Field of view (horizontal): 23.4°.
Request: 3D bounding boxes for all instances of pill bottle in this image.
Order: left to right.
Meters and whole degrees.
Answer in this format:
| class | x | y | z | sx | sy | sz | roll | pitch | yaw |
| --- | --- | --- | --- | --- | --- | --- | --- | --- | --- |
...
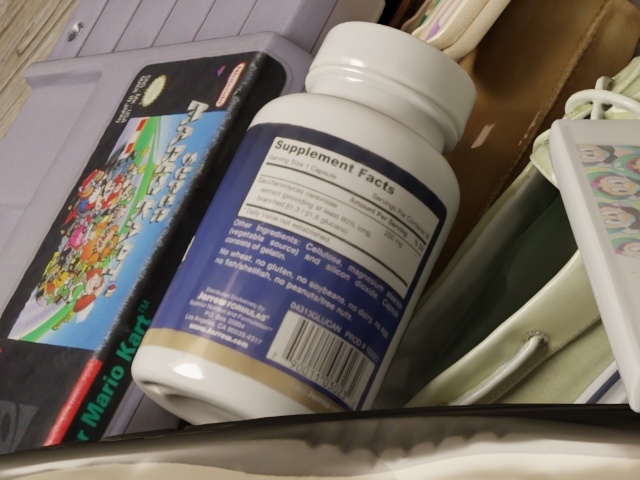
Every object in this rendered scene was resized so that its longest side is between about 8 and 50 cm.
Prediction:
| class | x | y | z | sx | sy | sz | roll | pitch | yaw |
| --- | --- | --- | --- | --- | --- | --- | --- | --- | --- |
| pill bottle | 0.000 | 0.000 | 0.627 | 0.094 | 0.094 | 0.169 | -6 | 54 | 60 |

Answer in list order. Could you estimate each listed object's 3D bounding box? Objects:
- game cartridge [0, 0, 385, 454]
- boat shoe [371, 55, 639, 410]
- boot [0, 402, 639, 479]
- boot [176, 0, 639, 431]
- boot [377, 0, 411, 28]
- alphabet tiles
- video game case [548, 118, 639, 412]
| class | x | y | z | sx | sy | sz | roll | pitch | yaw |
| --- | --- | --- | --- | --- | --- | --- | --- | --- | --- |
| game cartridge | -0.123 | 0.019 | 0.738 | 0.230 | 0.068 | 0.355 | -2 | 56 | 54 |
| boat shoe | 0.128 | -0.015 | 0.609 | 0.302 | 0.094 | 0.109 | -57 | 27 | 13 |
| boot | 0.061 | 0.194 | 0.466 | 0.377 | 0.138 | 0.284 | -4 | 86 | 19 |
| boot | 0.038 | 0.004 | 0.782 | 0.269 | 0.089 | 0.236 | -62 | 21 | -8 |
| boot | 0.047 | -0.242 | 0.873 | 0.264 | 0.096 | 0.280 | -59 | 8 | 11 |
| alphabet tiles | 0.086 | -0.156 | 0.786 | 0.278 | 0.021 | 0.284 | -53 | 8 | 9 |
| video game case | 0.154 | 0.002 | 0.486 | 0.157 | 0.143 | 0.019 | -93 | 3 | -59 |
